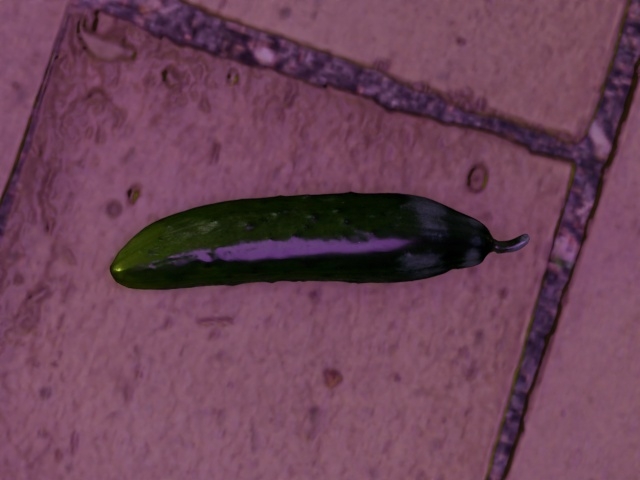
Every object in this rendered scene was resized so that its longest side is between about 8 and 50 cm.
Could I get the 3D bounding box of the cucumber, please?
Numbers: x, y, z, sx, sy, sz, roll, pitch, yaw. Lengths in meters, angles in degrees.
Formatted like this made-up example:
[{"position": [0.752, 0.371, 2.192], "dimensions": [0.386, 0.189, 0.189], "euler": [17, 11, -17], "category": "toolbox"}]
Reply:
[{"position": [0.000, 0.000, 1.035], "dimensions": [0.250, 0.056, 0.056], "euler": [-2, 91, -8], "category": "cucumber"}]
